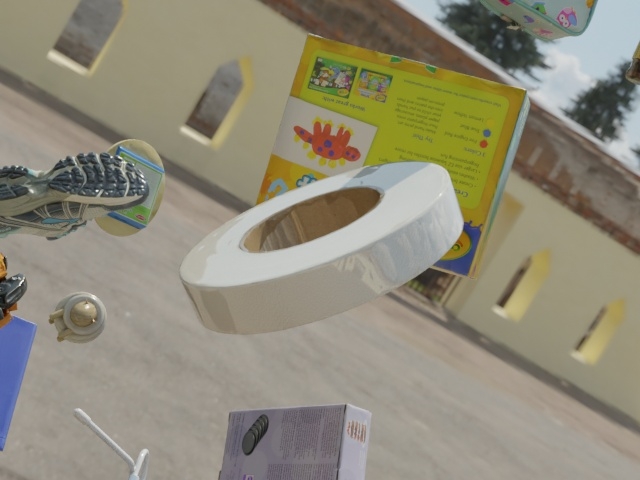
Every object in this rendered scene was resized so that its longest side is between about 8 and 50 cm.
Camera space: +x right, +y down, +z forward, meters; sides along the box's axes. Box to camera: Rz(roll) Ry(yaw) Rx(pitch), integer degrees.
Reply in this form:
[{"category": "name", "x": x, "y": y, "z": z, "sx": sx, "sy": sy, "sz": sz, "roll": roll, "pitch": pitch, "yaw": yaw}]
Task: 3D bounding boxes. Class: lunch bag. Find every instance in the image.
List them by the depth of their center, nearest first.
[{"category": "lunch bag", "x": 0.383, "y": -0.480, "z": 1.704, "sx": 0.224, "sy": 0.279, "sz": 0.108, "roll": 24, "pitch": -7, "yaw": -29}]

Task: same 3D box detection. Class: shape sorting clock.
[{"category": "shape sorting clock", "x": -0.403, "y": -0.109, "z": 2.121, "sx": 0.040, "sy": 0.206, "sz": 0.206, "roll": 10, "pitch": -9, "yaw": 34}]

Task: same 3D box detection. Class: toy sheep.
[{"category": "toy sheep", "x": -0.385, "y": 0.124, "z": 1.622, "sx": 0.091, "sy": 0.091, "sz": 0.132, "roll": 31, "pitch": -15, "yaw": -12}]

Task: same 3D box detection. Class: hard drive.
[{"category": "hard drive", "x": -0.807, "y": 0.319, "z": 2.418, "sx": 0.040, "sy": 0.319, "sz": 0.210, "roll": -9, "pitch": -28, "yaw": 40}]

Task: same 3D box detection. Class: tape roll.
[{"category": "tape roll", "x": 0.000, "y": 0.000, "z": 1.364, "sx": 0.392, "sy": 0.392, "sz": 0.072, "roll": -137, "pitch": -156, "yaw": -71}]

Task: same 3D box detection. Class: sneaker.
[{"category": "sneaker", "x": -0.419, "y": -0.064, "z": 1.668, "sx": 0.283, "sy": 0.122, "sz": 0.110, "roll": -4, "pitch": 46, "yaw": -1}]

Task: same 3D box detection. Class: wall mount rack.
[{"category": "wall mount rack", "x": -0.420, "y": 0.496, "z": 1.874, "sx": 0.130, "sy": 0.304, "sz": 0.350, "roll": 10, "pitch": 41, "yaw": 2}]

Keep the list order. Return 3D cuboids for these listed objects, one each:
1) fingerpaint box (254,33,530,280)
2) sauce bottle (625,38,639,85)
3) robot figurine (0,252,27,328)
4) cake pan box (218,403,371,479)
[{"category": "fingerpaint box", "x": 0.143, "y": -0.161, "z": 1.998, "sx": 0.445, "sy": 0.371, "sz": 0.163, "roll": 17, "pitch": 0, "yaw": 15}, {"category": "sauce bottle", "x": 0.630, "y": -0.415, "z": 1.703, "sx": 0.111, "sy": 0.344, "sz": 0.111, "roll": 21, "pitch": 11, "yaw": -4}, {"category": "robot figurine", "x": -0.480, "y": 0.095, "z": 1.155, "sx": 0.211, "sy": 0.085, "sz": 0.291, "roll": 21, "pitch": 37, "yaw": 36}, {"category": "cake pan box", "x": -0.049, "y": 0.375, "z": 1.482, "sx": 0.245, "sy": 0.267, "sz": 0.070, "roll": -15, "pitch": -31, "yaw": 42}]
